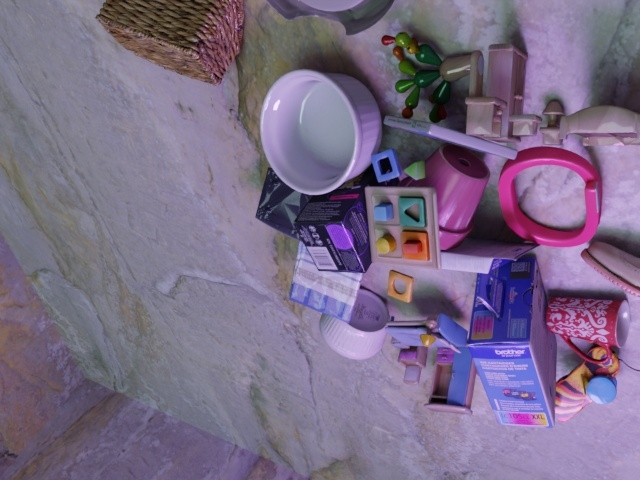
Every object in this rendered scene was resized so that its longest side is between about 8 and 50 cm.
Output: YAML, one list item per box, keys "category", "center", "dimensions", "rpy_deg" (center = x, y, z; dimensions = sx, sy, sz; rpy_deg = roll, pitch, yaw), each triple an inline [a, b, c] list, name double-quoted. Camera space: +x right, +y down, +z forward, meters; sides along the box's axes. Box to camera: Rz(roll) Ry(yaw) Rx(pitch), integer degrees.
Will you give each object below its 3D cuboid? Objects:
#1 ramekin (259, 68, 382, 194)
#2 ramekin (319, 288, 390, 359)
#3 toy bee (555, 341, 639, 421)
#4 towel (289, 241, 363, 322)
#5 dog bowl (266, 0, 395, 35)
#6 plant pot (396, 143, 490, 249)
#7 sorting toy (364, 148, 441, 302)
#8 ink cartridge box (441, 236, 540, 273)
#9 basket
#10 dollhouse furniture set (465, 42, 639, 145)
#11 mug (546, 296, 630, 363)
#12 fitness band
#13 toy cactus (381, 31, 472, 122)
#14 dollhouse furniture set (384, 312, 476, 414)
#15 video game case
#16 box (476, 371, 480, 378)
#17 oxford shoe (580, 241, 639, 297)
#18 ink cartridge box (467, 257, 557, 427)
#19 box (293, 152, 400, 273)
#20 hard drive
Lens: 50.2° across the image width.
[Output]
- category: "ramekin"
  center: [0.007, -0.252, 1.556]
  dimensions: [0.277, 0.135, 0.277]
  rpy_deg: [13, 112, 35]
- category: "ramekin"
  center: [0.109, 0.238, 2.029]
  dimensions: [0.207, 0.207, 0.109]
  rpy_deg: [30, 132, 7]
- category: "toy bee"
  center: [0.700, 0.327, 1.740]
  dimensions: [0.162, 0.298, 0.195]
  rpy_deg: [60, -179, 11]
- category: "towel"
  center: [0.025, 0.070, 1.918]
  dimensions: [0.209, 0.034, 0.285]
  rpy_deg: [20, 110, 19]
- category: "dog bowl"
  center: [0.015, -0.571, 1.305]
  dimensions: [0.348, 0.102, 0.349]
  rpy_deg: [21, 141, 18]
- category: "plant pot"
  center: [0.280, -0.111, 1.542]
  dimensions: [0.201, 0.201, 0.180]
  rpy_deg: [32, 127, 4]
- category: "sorting toy"
  center: [0.172, -0.025, 1.496]
  dimensions: [0.196, 0.047, 0.348]
  rpy_deg: [5, 107, 42]
- category: "ink cartridge box"
  center: [0.380, 0.034, 1.595]
  dimensions: [0.223, 0.223, 0.045]
  rpy_deg: [5, 101, 34]
- category: "basket"
  center: [-0.328, -0.527, 1.617]
  dimensions: [0.299, 0.223, 0.213]
  rpy_deg: [23, 174, 15]
- category: "dollhouse furniture set"
  center: [0.473, -0.262, 1.201]
  dimensions: [0.355, 0.303, 0.174]
  rpy_deg: [5, 96, 31]
- category: "mug"
  center: [0.637, 0.205, 1.643]
  dimensions: [0.169, 0.150, 0.113]
  rpy_deg: [6, 154, 39]
- category: "fitness band"
  center: [0.495, -0.089, 1.476]
  dimensions: [0.208, 0.054, 0.291]
  rpy_deg: [9, 147, 28]
- category: "toy cactus"
  center: [0.229, -0.341, 1.407]
  dimensions: [0.180, 0.112, 0.219]
  rpy_deg: [-11, 116, 32]
- category: "dollhouse furniture set"
  center: [0.272, 0.345, 1.936]
  dimensions: [0.286, 0.198, 0.303]
  rpy_deg: [-7, 149, 41]
- category: "video game case"
  center: [0.263, -0.213, 1.401]
  dimensions: [0.212, 0.023, 0.193]
  rpy_deg: [12, -171, -24]
- category: "box"
  center: [0.538, 0.366, 1.973]
  dimensions: [0.114, 0.036, 0.207]
  rpy_deg: [38, 142, -5]
- category: "oxford shoe"
  center: [0.761, 0.069, 1.445]
  dimensions: [0.396, 0.140, 0.147]
  rpy_deg: [24, 111, 22]
- category: "ink cartridge box"
  center: [0.470, 0.230, 1.663]
  dimensions: [0.151, 0.270, 0.396]
  rpy_deg: [-5, 132, 25]
- category: "box"
  center: [0.079, -0.069, 1.655]
  dimensions: [0.143, 0.270, 0.165]
  rpy_deg: [1, 131, 36]
- category: "hard drive"
  center: [-0.044, -0.086, 1.857]
  dimensions: [0.254, 0.054, 0.172]
  rpy_deg: [24, 113, 17]
